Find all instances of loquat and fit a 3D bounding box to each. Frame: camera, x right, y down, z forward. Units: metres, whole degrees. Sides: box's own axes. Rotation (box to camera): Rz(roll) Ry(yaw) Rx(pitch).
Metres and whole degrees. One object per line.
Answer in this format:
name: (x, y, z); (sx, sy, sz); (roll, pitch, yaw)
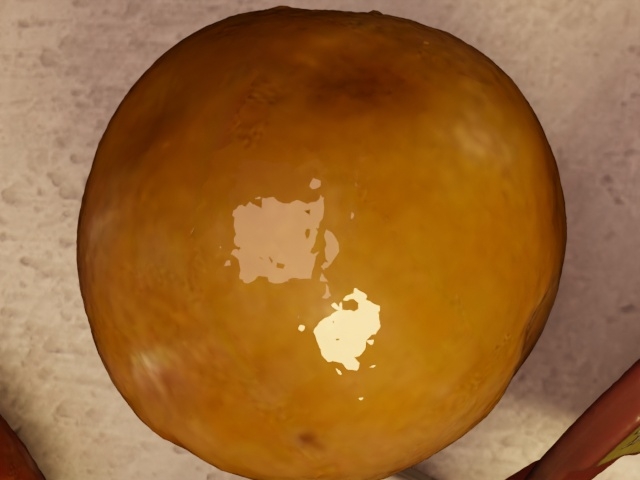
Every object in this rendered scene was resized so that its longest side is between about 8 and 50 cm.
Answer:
loquat: (0.000, 0.000, 0.680); (0.329, 0.328, 0.328); (0, 89, 14)

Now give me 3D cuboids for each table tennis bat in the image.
table tennis bat: (0.205, 0.109, 0.657); (0.414, 0.268, 0.051); (-45, 67, 12)

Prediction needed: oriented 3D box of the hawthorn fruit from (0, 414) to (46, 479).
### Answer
hawthorn fruit: (-0.409, 0.280, 0.755); (0.403, 0.403, 0.402); (0, 89, 14)

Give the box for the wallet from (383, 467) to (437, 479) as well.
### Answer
wallet: (0.023, 0.169, 0.784); (0.190, 0.095, 0.033); (25, 87, 15)
